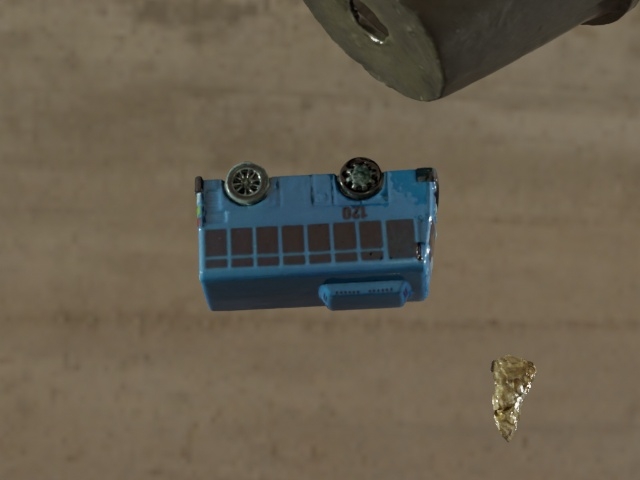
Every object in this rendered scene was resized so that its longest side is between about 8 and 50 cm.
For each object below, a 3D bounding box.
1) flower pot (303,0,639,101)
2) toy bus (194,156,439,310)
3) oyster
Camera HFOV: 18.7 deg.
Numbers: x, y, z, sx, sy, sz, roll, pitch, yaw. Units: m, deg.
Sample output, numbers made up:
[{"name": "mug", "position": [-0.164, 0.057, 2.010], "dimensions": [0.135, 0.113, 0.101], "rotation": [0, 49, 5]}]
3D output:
[{"name": "flower pot", "position": [0.084, -0.209, 1.403], "dimensions": [0.166, 0.269, 0.269], "rotation": [-48, 33, -12]}, {"name": "toy bus", "position": [0.000, 0.000, 1.484], "dimensions": [0.185, 0.106, 0.090], "rotation": [-3, -22, 3]}, {"name": "oyster", "position": [0.173, 0.138, 1.697], "dimensions": [0.038, 0.083, 0.080], "rotation": [-10, -22, 12]}]
